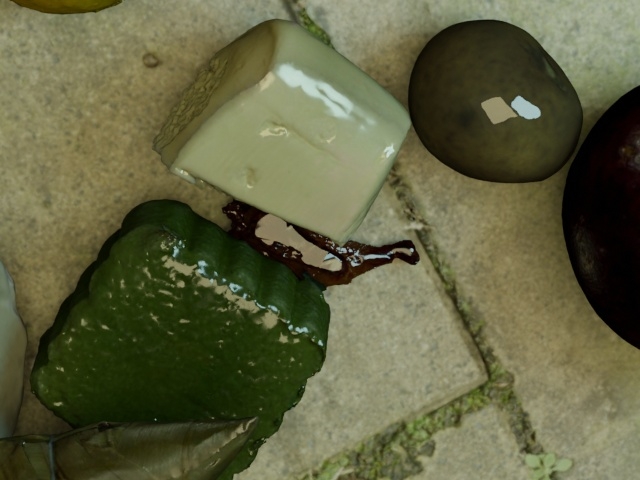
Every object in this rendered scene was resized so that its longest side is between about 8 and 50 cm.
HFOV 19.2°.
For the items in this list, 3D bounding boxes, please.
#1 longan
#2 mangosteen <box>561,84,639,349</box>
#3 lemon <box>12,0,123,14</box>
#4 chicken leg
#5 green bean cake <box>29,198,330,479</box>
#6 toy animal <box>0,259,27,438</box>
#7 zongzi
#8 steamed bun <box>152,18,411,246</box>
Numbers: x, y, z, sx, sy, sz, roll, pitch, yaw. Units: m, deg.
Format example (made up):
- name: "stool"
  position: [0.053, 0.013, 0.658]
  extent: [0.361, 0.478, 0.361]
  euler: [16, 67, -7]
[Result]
- name: "longan"
  position: [0.178, -0.138, 1.944]
  extent: [0.187, 0.167, 0.167]
  euler: [29, 96, 14]
- name: "mangosteen"
  position: [0.414, -0.022, 1.909]
  extent: [0.307, 0.347, 0.307]
  euler: [-4, 97, -39]
- name: "lemon"
  position: [-0.258, -0.323, 1.844]
  extent: [0.260, 0.204, 0.204]
  euler: [20, 98, -29]
- name: "chicken leg"
  position: [-0.004, 0.005, 2.012]
  extent: [0.219, 0.048, 0.089]
  euler: [23, 100, -10]
- name: "green bean cake"
  position: [-0.143, 0.110, 1.951]
  extent: [0.250, 0.156, 0.247]
  euler: [33, 106, -10]
- name: "toy animal"
  position: [-0.420, 0.141, 1.924]
  extent: [0.266, 0.188, 0.308]
  euler: [-41, 137, -30]
- name: "zongzi"
  position: [-0.181, 0.279, 1.895]
  extent: [0.360, 0.323, 0.160]
  euler: [-18, 59, 11]
- name: "steamed bun"
  position: [-0.029, -0.110, 1.933]
  extent: [0.225, 0.170, 0.200]
  euler: [35, 107, -24]
